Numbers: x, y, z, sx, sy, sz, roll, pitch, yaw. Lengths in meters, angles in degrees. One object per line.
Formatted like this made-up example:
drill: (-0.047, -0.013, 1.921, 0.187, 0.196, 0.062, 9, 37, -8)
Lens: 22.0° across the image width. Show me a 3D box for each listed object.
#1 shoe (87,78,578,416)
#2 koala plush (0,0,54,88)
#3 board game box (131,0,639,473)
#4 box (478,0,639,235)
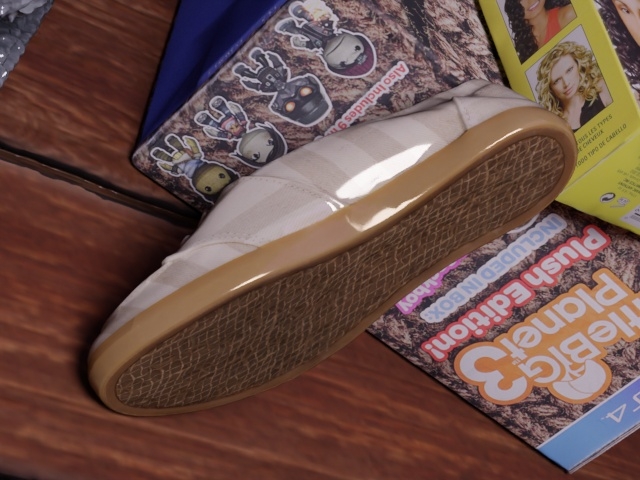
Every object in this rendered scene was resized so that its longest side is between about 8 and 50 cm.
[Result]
shoe: (0.000, 0.000, 0.671, 0.058, 0.219, 0.077, 53, -13, 38)
koala plush: (-0.182, -0.160, 0.609, 0.221, 0.196, 0.203, 38, 22, -17)
board game box: (0.076, -0.066, 0.852, 0.291, 0.141, 0.232, 36, 35, -21)
box: (0.119, -0.113, 0.764, 0.087, 0.058, 0.232, 18, 43, -40)
